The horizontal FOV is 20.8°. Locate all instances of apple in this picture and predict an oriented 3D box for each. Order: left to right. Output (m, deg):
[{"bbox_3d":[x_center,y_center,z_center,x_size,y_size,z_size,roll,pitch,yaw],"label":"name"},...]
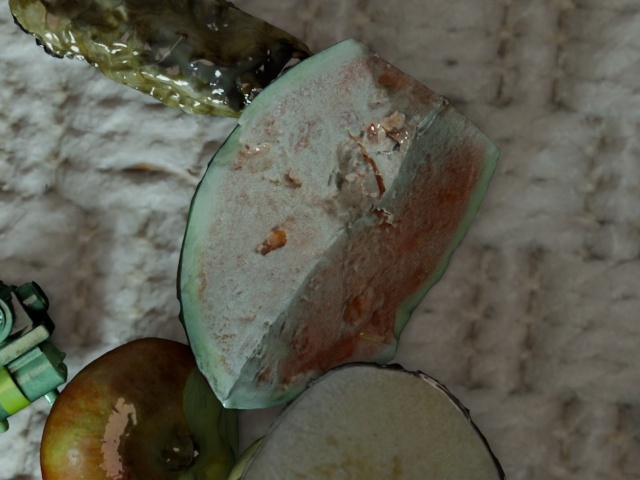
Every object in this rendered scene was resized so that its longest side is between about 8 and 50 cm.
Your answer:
[{"bbox_3d":[-0.152,0.178,1.447,0.160,0.173,0.195,2,85,1],"label":"apple"}]

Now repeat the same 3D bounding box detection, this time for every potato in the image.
[{"bbox_3d":[0.028,0.270,1.431,0.246,0.196,0.299,2,61,-17],"label":"potato"}]

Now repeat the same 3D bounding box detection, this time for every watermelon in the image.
[{"bbox_3d":[0.000,0.000,1.438,0.224,0.180,0.305,35,89,-6],"label":"watermelon"}]

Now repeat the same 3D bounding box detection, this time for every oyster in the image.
[{"bbox_3d":[-0.119,-0.182,1.518,0.345,0.078,0.128,25,81,7],"label":"oyster"}]

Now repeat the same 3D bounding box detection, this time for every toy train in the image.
[{"bbox_3d":[-0.310,0.122,1.511,0.200,0.083,0.132,-32,97,2],"label":"toy train"}]
